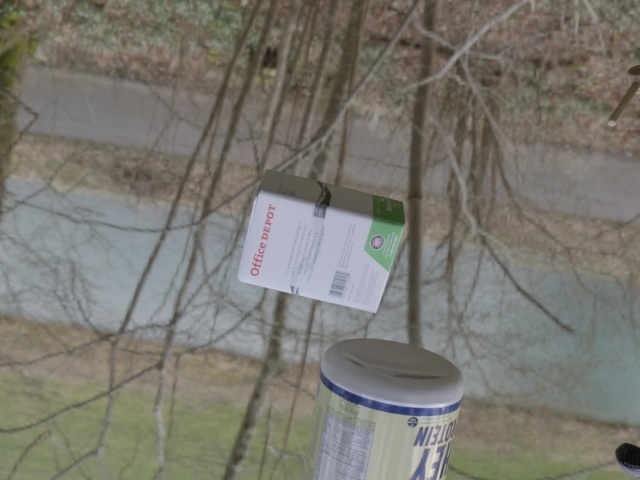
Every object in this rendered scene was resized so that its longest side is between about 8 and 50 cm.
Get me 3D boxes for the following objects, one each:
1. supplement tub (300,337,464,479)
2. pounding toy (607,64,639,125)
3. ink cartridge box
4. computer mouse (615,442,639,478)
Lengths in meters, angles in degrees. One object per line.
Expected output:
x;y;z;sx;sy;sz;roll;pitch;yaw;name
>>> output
0.094;0.347;1.450;0.235;0.325;0.235;9;-169;-2;supplement tub
0.509;-0.172;1.269;0.181;0.206;0.094;-24;128;5;pounding toy
0.000;0.000;1.320;0.219;0.092;0.160;14;117;-4;ink cartridge box
0.532;0.359;1.310;0.071;0.041;0.242;39;169;-23;computer mouse
